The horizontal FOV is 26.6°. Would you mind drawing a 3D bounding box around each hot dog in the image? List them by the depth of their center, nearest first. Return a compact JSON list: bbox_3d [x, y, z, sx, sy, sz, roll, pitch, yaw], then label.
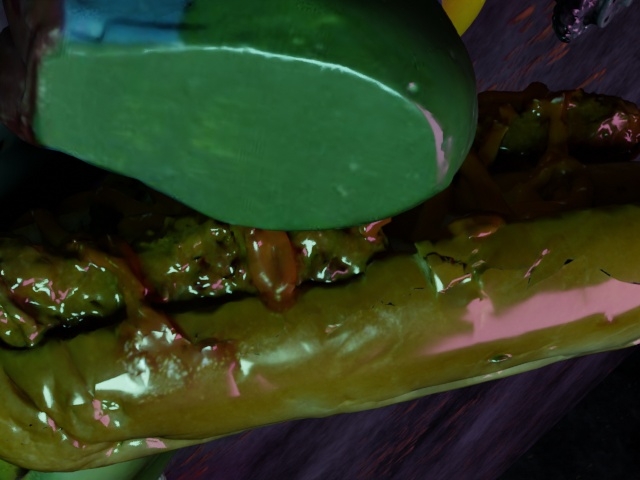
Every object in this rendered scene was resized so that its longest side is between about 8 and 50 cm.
[{"bbox_3d":[0.000,0.000,0.592,0.349,0.158,0.117,-11,112,-8],"label":"hot dog"}]

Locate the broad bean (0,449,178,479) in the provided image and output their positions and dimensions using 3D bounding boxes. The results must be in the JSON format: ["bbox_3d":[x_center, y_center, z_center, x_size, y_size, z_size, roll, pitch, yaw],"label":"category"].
[{"bbox_3d":[-0.121,0.099,0.749,0.169,0.100,0.228,-45,165,13],"label":"broad bean"}]

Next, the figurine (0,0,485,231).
[{"bbox_3d":[-0.020,-0.106,0.537,0.234,0.185,0.127,-83,179,-45],"label":"figurine"}]

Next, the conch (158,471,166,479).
[{"bbox_3d":[-0.144,0.162,0.894,0.076,0.056,0.085,-32,133,8],"label":"conch"}]

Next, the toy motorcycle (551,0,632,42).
[{"bbox_3d":[0.208,-0.251,0.766,0.173,0.108,0.307,-46,163,-34],"label":"toy motorcycle"}]
